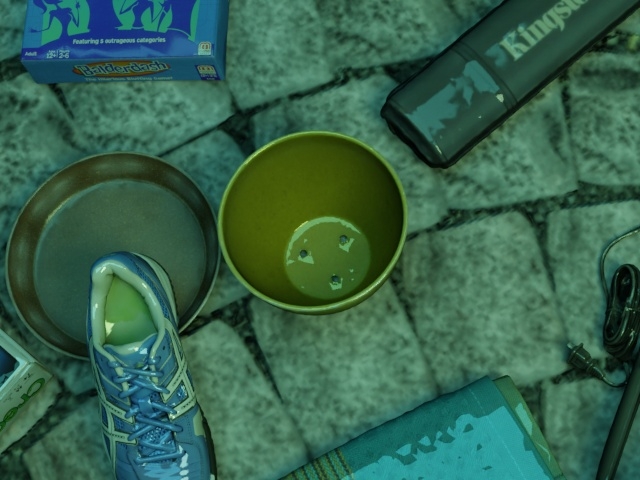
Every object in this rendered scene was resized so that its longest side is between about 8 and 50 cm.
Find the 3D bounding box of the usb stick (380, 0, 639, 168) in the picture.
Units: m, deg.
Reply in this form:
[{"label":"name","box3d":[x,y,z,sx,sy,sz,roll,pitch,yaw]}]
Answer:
[{"label":"usb stick","box3d":[0.168,-0.161,1.047,0.278,0.045,0.077,-40,70,-7]}]

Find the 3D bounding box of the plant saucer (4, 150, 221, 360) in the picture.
[{"label":"plant saucer","box3d":[-0.156,0.014,1.041,0.168,0.029,0.168,-2,72,7]}]

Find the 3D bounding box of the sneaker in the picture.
[{"label":"sneaker","box3d":[-0.128,0.106,0.952,0.080,0.081,0.211,-18,77,1]}]

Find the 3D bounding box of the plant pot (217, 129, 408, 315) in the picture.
[{"label":"plant pot","box3d":[0.000,0.000,0.989,0.134,0.095,0.134,-2,70,7]}]

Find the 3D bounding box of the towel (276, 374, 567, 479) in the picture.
[{"label":"towel","box3d":[0.026,0.283,0.923,0.370,0.040,0.271,-27,69,0]}]

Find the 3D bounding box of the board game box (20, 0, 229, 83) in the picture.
[{"label":"board game box","box3d":[-0.153,-0.233,1.114,0.160,0.047,0.210,-1,71,7]}]

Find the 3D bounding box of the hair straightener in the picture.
[{"label":"hair straightener","box3d":[0.220,0.075,0.959,0.089,0.047,0.230,11,73,11]}]

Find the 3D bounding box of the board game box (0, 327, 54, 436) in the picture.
[{"label":"board game box","box3d":[-0.372,0.154,1.009,0.193,0.053,0.305,37,80,18]}]
